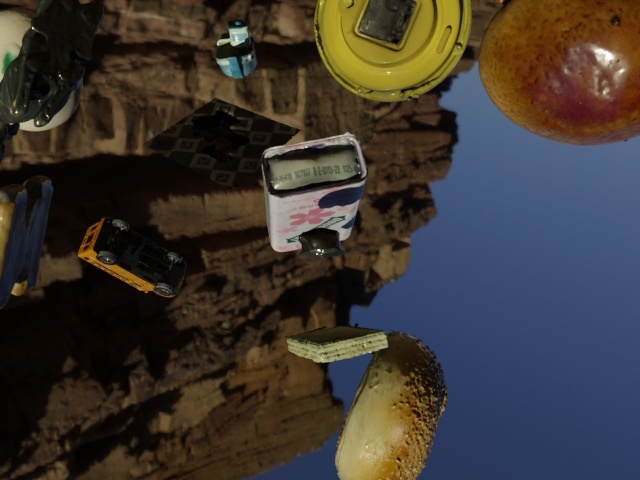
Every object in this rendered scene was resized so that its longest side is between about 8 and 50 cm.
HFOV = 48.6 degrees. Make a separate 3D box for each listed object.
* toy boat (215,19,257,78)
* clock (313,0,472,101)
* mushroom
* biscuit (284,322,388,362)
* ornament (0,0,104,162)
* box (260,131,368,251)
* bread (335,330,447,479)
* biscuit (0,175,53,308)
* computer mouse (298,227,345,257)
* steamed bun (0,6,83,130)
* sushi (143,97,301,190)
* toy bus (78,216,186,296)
[{"bbox_3d":[-0.192,-0.434,1.568,0.088,0.102,0.215,-8,-145,0],"label":"toy boat"},{"bbox_3d":[0.098,-0.318,1.013,0.237,0.237,0.057,19,-171,11],"label":"clock"},{"bbox_3d":[0.324,-0.248,0.874,0.283,0.263,0.195,48,-144,17],"label":"mushroom"},{"bbox_3d":[0.023,0.169,1.183,0.121,0.041,0.199,-11,180,-17],"label":"biscuit"},{"bbox_3d":[-0.362,-0.183,0.837,0.080,0.236,0.202,31,-126,-35],"label":"ornament"},{"bbox_3d":[-0.019,-0.086,1.419,0.190,0.370,0.112,-12,-107,-8],"label":"box"},{"bbox_3d":[0.135,0.314,1.271,0.158,0.306,0.305,16,-154,16],"label":"bread"},{"bbox_3d":[-0.681,0.004,1.579,0.062,0.291,0.237,14,-165,-1],"label":"biscuit"},{"bbox_3d":[0.000,0.000,1.210,0.079,0.047,0.135,-1,-174,-5],"label":"computer mouse"},{"bbox_3d":[-0.510,-0.297,1.261,0.130,0.228,0.177,32,-128,30],"label":"steamed bun"},{"bbox_3d":[-0.239,-0.231,1.773,0.292,0.059,0.294,25,-133,23],"label":"sushi"},{"bbox_3d":[-0.355,0.038,1.350,0.194,0.088,0.083,36,-127,-34],"label":"toy bus"}]
